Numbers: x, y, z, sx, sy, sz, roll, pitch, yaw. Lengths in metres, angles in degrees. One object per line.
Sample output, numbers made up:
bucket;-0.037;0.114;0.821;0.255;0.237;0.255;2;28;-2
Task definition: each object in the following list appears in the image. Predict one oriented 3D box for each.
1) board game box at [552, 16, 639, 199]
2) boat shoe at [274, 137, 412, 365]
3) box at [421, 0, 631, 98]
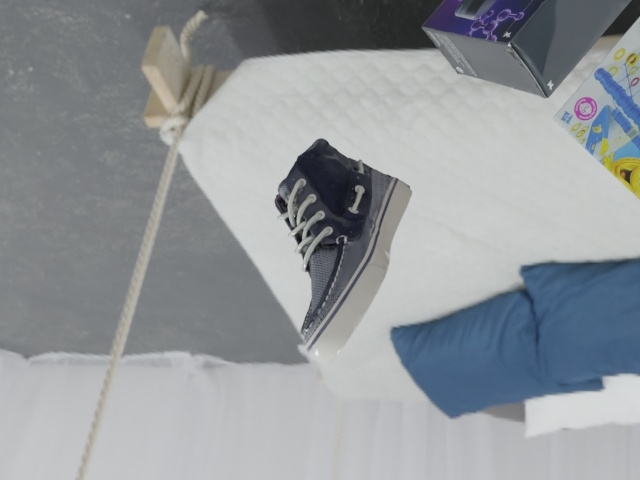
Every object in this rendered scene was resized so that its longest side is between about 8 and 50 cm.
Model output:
board game box;0.580;-0.207;1.210;0.086;0.302;0.308;-5;139;-50
boat shoe;0.000;0.000;0.950;0.158;0.340;0.127;31;124;-4
box;0.281;-0.318;0.956;0.103;0.261;0.184;42;178;-36
